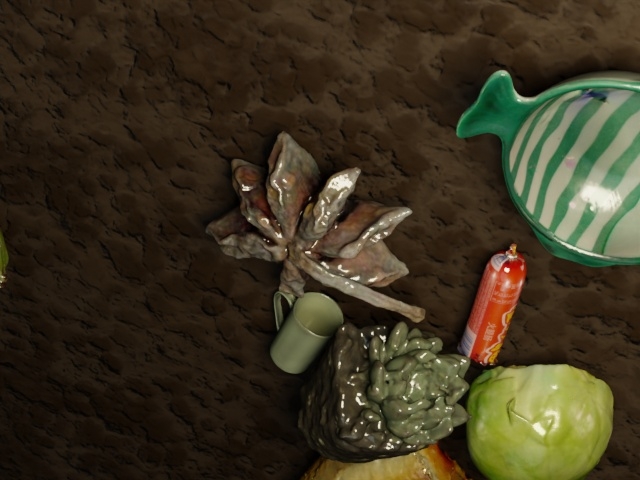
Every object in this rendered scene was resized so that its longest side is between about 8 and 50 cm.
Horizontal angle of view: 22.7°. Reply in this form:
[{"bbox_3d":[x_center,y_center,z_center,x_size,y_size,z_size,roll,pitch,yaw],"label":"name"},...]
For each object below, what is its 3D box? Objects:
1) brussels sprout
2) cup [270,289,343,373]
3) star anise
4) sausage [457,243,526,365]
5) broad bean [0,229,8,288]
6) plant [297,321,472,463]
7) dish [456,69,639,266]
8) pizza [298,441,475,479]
[{"bbox_3d":[0.218,0.195,1.589,0.151,0.122,0.149,4,157,0],"label":"brussels sprout"},{"bbox_3d":[-0.025,0.093,1.658,0.075,0.054,0.083,28,138,-6],"label":"cup"},{"bbox_3d":[0.001,0.000,1.535,0.231,0.089,0.209,27,145,13],"label":"star anise"},{"bbox_3d":[0.172,0.057,1.552,0.048,0.050,0.145,44,140,31],"label":"sausage"},{"bbox_3d":[-0.389,-0.036,1.688,0.070,0.048,0.214,-13,122,33],"label":"broad bean"},{"bbox_3d":[0.061,0.151,1.597,0.129,0.132,0.194,4,160,-28],"label":"plant"},{"bbox_3d":[0.244,-0.083,1.363,0.246,0.078,0.224,28,135,-6],"label":"dish"},{"bbox_3d":[0.133,0.401,1.836,0.406,0.130,0.440,26,125,-3],"label":"pizza"}]
